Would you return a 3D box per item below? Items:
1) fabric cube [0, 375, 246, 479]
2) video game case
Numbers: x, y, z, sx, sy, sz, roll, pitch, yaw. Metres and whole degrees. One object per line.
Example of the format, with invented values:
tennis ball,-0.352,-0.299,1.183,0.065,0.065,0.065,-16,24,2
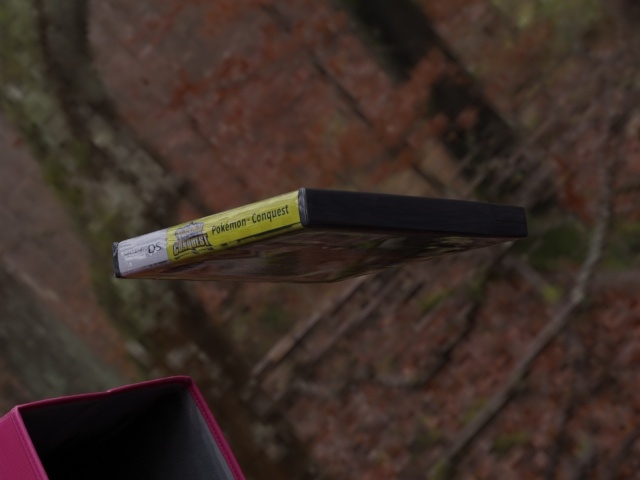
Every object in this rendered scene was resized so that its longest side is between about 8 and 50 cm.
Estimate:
fabric cube,-0.216,0.296,1.529,0.258,0.254,0.259,-35,-16,27
video game case,0.000,0.000,1.556,0.275,0.035,0.248,3,-12,-44
